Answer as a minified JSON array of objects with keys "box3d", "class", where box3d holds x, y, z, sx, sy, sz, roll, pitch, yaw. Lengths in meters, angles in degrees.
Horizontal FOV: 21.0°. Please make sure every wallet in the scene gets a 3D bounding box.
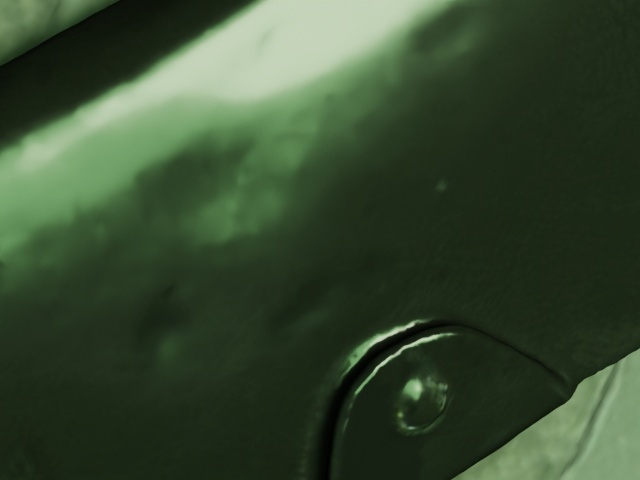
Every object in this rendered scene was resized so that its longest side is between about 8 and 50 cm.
[{"box3d":[0.000,0.000,0.534,0.377,0.051,0.197,-30,114,-11],"class":"wallet"}]
